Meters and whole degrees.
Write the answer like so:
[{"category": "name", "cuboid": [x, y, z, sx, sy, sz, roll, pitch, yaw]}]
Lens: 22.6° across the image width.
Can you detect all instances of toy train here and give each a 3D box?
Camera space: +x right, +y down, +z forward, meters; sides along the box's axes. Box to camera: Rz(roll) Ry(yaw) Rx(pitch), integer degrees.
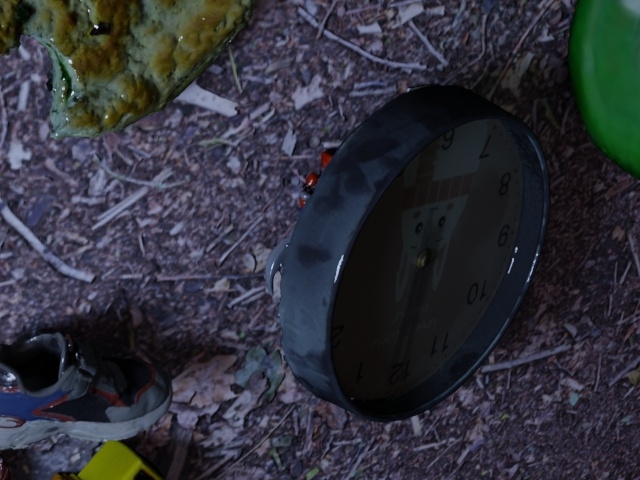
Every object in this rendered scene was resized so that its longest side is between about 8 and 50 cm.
[{"category": "toy train", "cuboid": [-0.213, 0.305, 1.762, 0.127, 0.089, 0.219, -51, 135, -12]}]

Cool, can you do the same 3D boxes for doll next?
[{"category": "doll", "cuboid": [0.001, 0.000, 1.735, 0.104, 0.062, 0.195, 0, 110, -52]}]

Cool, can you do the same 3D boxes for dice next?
[{"category": "dice", "cuboid": [0.476, -0.216, 1.782, 0.287, 0.300, 0.297, -10, 122, -36]}]

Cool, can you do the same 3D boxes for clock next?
[{"category": "clock", "cuboid": [0.112, 0.019, 1.759, 0.386, 0.076, 0.386, -28, 131, -37]}]

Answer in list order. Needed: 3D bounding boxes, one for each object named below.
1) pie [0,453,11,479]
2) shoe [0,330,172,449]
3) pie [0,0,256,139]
[{"category": "pie", "cuboid": [-0.388, 0.262, 1.638, 0.153, 0.038, 0.154, -17, 128, -24]}, {"category": "shoe", "cuboid": [-0.253, 0.131, 1.604, 0.227, 0.099, 0.125, -6, 125, -29]}, {"category": "pie", "cuboid": [-0.179, -0.231, 1.443, 0.302, 0.067, 0.302, -18, 127, -25]}]
